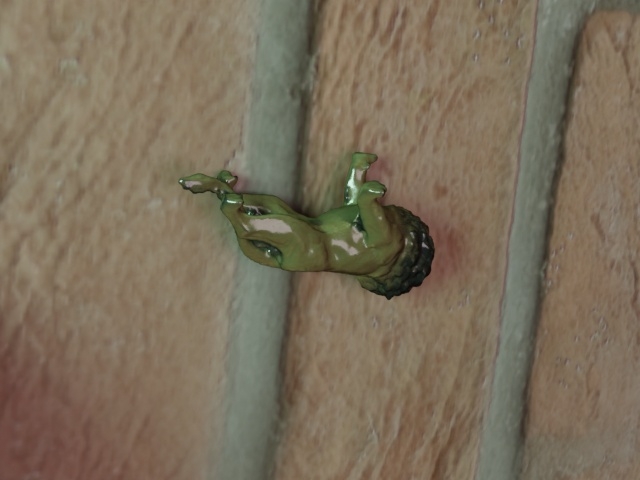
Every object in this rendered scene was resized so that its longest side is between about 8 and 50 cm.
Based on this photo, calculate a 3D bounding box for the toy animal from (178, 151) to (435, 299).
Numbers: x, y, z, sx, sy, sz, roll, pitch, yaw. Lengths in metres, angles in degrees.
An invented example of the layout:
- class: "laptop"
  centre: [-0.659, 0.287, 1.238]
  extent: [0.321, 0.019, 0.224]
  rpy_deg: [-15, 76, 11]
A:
- class: "toy animal"
  centre: [0.004, -0.016, 0.757]
  extent: [0.219, 0.069, 0.086]
  rpy_deg: [17, 102, -39]
